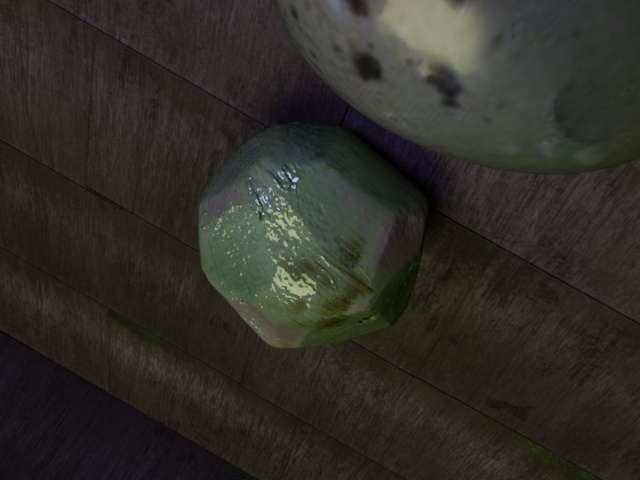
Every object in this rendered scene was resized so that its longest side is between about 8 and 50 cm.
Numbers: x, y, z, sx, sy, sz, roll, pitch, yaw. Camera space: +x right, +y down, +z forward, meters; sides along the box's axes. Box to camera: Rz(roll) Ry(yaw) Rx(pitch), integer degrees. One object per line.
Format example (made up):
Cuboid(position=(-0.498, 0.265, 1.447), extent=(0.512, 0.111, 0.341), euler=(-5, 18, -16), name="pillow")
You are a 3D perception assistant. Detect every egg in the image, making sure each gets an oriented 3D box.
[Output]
Cuboid(position=(0.151, -0.238, 1.076), extent=(0.428, 0.345, 0.345), euler=(29, 153, -4), name="egg")

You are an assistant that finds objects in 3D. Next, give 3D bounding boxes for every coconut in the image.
Cuboid(position=(0.000, 0.000, 1.733), extent=(0.328, 0.281, 0.329), euler=(2, 117, 3), name="coconut")
